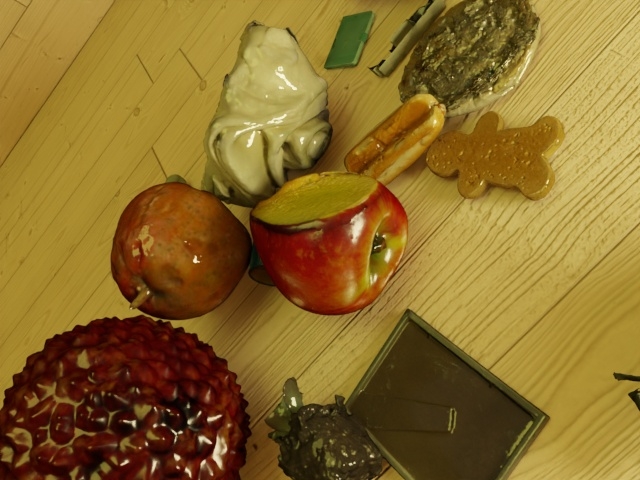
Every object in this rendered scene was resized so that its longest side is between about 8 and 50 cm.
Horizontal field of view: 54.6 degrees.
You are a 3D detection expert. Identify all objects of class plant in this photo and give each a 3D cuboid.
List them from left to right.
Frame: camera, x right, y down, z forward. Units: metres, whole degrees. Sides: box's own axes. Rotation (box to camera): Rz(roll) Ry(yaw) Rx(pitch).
[{"bbox_3d":[-0.004,0.320,0.987,0.203,0.131,0.142,40,115,34],"label":"plant"}]

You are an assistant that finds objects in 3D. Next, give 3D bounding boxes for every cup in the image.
[{"bbox_3d":[-0.094,0.012,1.248,0.150,0.113,0.138,-17,57,35],"label":"cup"}]

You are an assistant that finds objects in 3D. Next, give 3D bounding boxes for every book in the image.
[{"bbox_3d":[0.067,-0.451,1.401,0.103,0.017,0.135,9,76,48],"label":"book"}]

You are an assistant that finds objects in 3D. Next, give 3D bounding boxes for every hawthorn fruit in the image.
[{"bbox_3d":[-0.286,0.039,1.214,0.277,0.277,0.298,-25,20,32],"label":"hawthorn fruit"}]

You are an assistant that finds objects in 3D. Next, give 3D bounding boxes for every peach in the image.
[{"bbox_3d":[0.000,0.000,1.072,0.275,0.249,0.245,21,106,41],"label":"peach"}]

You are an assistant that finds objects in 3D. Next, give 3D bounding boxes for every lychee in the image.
[{"bbox_3d":[-0.363,0.332,1.109,0.500,0.424,0.424,10,76,26],"label":"lychee"}]

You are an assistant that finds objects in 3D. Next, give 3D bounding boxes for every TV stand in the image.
[{"bbox_3d":[0.193,-0.438,1.263,0.249,0.036,0.042,-49,44,13],"label":"TV stand"}]

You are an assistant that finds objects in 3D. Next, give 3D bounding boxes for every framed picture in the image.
[{"bbox_3d":[0.172,0.263,0.943,0.289,0.016,0.213,37,97,46],"label":"framed picture"}]

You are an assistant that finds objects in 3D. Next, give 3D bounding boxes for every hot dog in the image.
[{"bbox_3d":[0.133,-0.173,1.141,0.249,0.076,0.102,-41,72,38],"label":"hot dog"}]

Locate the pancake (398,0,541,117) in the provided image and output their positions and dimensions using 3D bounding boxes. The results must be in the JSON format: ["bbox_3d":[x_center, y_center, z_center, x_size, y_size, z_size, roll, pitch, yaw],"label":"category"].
[{"bbox_3d":[0.265,-0.339,1.136,0.283,0.049,0.282,-20,56,34],"label":"pancake"}]

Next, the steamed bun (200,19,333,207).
[{"bbox_3d":[-0.095,-0.231,1.284,0.346,0.238,0.394,-83,13,-60],"label":"steamed bun"}]

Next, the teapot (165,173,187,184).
[{"bbox_3d":[-0.352,-0.062,1.499,0.220,0.149,0.318,-29,54,44],"label":"teapot"}]

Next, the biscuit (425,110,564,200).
[{"bbox_3d":[0.282,-0.138,1.028,0.240,0.035,0.158,13,76,45],"label":"biscuit"}]

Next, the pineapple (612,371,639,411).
[{"bbox_3d":[0.463,0.121,0.662,0.340,0.169,0.169,-52,43,25],"label":"pineapple"}]
